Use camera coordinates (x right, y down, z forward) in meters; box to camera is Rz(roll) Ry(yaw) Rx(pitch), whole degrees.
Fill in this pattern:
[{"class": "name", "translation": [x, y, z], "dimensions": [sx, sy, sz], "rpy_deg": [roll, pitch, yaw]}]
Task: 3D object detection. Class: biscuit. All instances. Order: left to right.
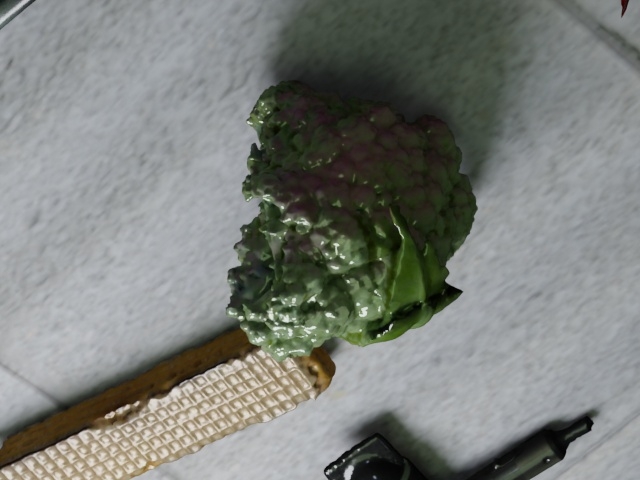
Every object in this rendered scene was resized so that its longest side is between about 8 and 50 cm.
[{"class": "biscuit", "translation": [-0.164, 0.179, 1.889], "dimensions": [0.379, 0.054, 0.094], "rpy_deg": [-27, 120, 20]}]

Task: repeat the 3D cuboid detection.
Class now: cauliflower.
[{"class": "cauliflower", "translation": [0.000, 0.000, 1.679], "dimensions": [0.239, 0.256, 0.315], "rpy_deg": [32, 151, -22]}]

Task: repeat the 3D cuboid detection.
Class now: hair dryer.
[{"class": "hair dryer", "translation": [0.156, 0.229, 1.907], "dimensions": [0.248, 0.078, 0.195], "rpy_deg": [-35, 116, 14]}]

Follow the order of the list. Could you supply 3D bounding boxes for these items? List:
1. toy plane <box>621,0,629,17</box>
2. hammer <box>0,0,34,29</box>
[{"class": "toy plane", "translation": [0.280, -0.247, 1.562], "dimensions": [0.037, 0.060, 0.145], "rpy_deg": [17, 140, -8]}, {"class": "hammer", "translation": [-0.215, -0.245, 1.610], "dimensions": [0.288, 0.033, 0.111], "rpy_deg": [-33, 116, 24]}]
